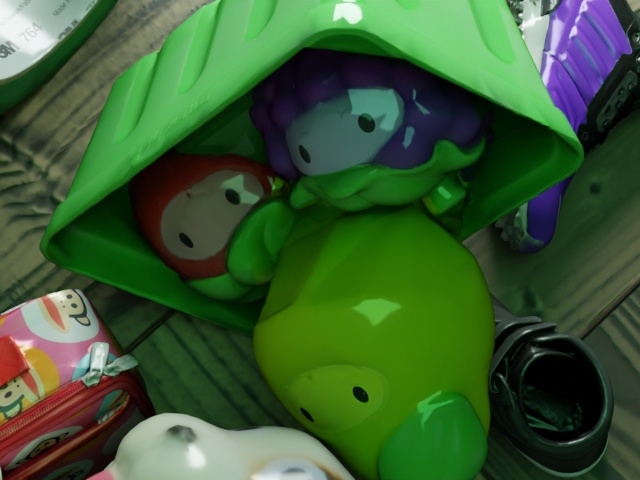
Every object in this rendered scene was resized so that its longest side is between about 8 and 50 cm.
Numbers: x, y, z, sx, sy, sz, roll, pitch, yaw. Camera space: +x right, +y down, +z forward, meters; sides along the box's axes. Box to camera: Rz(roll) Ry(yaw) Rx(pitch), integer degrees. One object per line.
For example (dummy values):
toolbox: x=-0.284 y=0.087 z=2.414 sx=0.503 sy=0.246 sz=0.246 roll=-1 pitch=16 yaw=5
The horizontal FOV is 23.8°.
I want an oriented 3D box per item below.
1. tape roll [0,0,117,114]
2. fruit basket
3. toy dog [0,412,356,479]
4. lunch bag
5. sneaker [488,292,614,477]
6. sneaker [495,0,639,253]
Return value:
tape roll: x=-0.222 y=-0.236 z=1.178 sx=0.077 sy=0.321 sz=0.321 roll=37 pitch=76 yaw=5
fruit basket: x=0.000 y=0.000 z=1.100 sx=0.283 sy=0.392 sz=0.392 roll=23 pitch=72 yaw=-34
toy dog: x=-0.127 y=0.286 z=0.941 sx=0.395 sy=0.284 sz=0.408 roll=41 pitch=97 yaw=-16
lunch bag: x=-0.269 y=0.150 z=1.105 sx=0.293 sy=0.258 sz=0.120 roll=-31 pitch=74 yaw=-9
sneaker: x=0.122 y=0.073 z=1.215 sx=0.295 sy=0.147 sz=0.104 roll=39 pitch=78 yaw=7
sneaker: x=0.228 y=-0.128 z=1.298 sx=0.146 sy=0.102 sz=0.293 roll=9 pitch=75 yaw=-3
